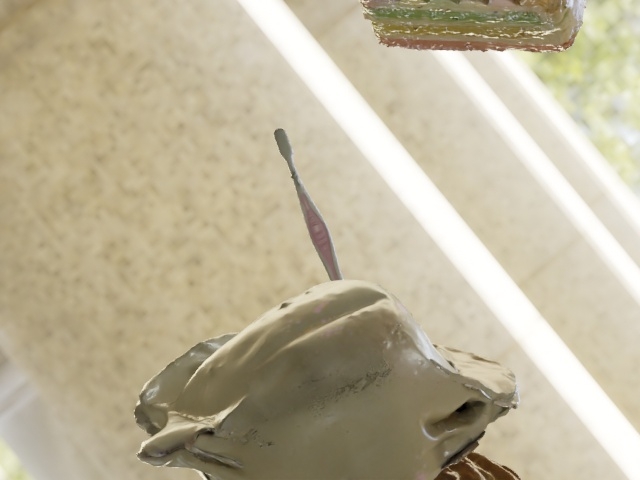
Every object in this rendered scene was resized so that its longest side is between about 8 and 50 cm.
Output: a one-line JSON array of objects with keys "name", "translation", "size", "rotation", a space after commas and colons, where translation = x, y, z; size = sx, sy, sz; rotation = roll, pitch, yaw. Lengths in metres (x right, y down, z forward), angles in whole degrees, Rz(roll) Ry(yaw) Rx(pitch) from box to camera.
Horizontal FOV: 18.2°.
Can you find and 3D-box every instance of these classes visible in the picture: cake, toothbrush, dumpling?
[{"name": "cake", "translation": [0.147, -0.223, 1.947], "size": [0.225, 0.090, 0.109], "rotation": [-13, 153, 18]}, {"name": "toothbrush", "translation": [0.000, 0.000, 1.656], "size": [0.017, 0.204, 0.022], "rotation": [-24, 169, 14]}, {"name": "dumpling", "translation": [-0.004, 0.079, 1.012], "size": [0.199, 0.118, 0.136], "rotation": [-6, -155, -20]}]

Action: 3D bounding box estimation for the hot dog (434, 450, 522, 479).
[{"name": "hot dog", "translation": [0.040, 0.242, 1.483], "size": [0.259, 0.114, 0.175], "rotation": [-22, -143, 43]}]
